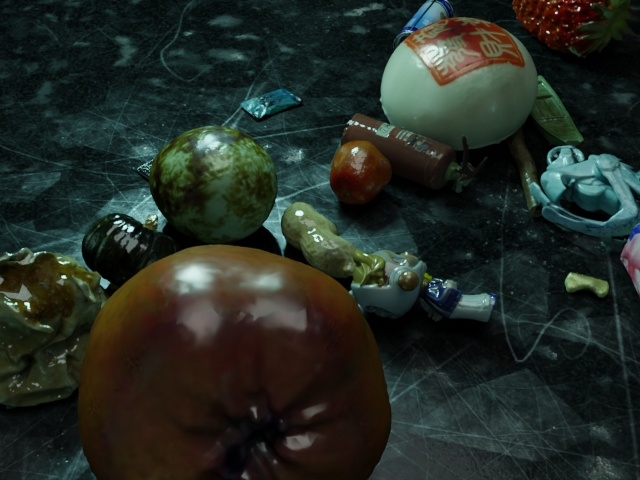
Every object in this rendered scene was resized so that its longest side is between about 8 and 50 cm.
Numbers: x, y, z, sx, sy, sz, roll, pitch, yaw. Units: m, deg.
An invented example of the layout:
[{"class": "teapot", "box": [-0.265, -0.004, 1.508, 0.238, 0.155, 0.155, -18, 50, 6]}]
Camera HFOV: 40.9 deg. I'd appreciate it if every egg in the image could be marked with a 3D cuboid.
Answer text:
[{"class": "egg", "box": [-0.224, -0.118, 1.748, 0.289, 0.238, 0.238, 20, 45, 36]}]

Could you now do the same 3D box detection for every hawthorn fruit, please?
[{"class": "hawthorn fruit", "box": [-0.136, 0.214, 1.273, 0.472, 0.471, 0.471, 0, 42, 0]}, {"class": "hawthorn fruit", "box": [0.080, -0.144, 1.860, 0.133, 0.133, 0.138, 14, 47, 14]}]

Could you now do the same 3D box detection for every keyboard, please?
[{"class": "keyboard", "box": [-0.334, -0.196, 1.995, 0.196, 0.015, 0.074, -34, 52, -32]}]

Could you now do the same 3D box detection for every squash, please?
[{"class": "squash", "box": [-0.355, 0.027, 1.632, 0.156, 0.193, 0.193, -44, 46, 12]}]

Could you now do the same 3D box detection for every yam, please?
[{"class": "yam", "box": [0.463, -0.175, 1.955, 0.045, 0.045, 0.327, 25, 38, -22]}]

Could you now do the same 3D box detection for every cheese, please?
[{"class": "cheese", "box": [0.521, 0.089, 1.677, 0.083, 0.030, 0.044, 15, 65, 9]}]

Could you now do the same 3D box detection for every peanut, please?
[{"class": "peanut", "box": [0.000, 0.001, 1.730, 0.104, 0.085, 0.228, -8, 40, -37]}]

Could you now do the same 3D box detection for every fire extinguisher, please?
[{"class": "fire extinguisher", "box": [0.212, -0.201, 1.905, 0.337, 0.147, 0.106, 22, 49, 24]}]

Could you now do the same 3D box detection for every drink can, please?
[{"class": "drink can", "box": [0.287, -0.583, 2.364, 0.097, 0.097, 0.235, 17, 44, 18]}]

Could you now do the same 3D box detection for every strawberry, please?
[{"class": "strawberry", "box": [0.668, -0.661, 2.318, 0.292, 0.292, 0.343, -31, 54, -30]}]

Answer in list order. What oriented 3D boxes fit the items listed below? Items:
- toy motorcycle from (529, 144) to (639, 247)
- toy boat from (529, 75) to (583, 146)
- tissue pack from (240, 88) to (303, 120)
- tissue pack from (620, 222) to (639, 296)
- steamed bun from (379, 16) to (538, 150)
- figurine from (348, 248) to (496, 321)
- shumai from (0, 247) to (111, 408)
[{"class": "toy motorcycle", "box": [0.575, -0.098, 1.800, 0.260, 0.154, 0.206, 25, 60, 24]}, {"class": "toy boat", "box": [0.557, -0.304, 2.088, 0.093, 0.055, 0.293, -6, 42, -8]}, {"class": "tissue pack", "box": [-0.122, -0.348, 2.157, 0.138, 0.028, 0.085, -23, 47, -28]}, {"class": "tissue pack", "box": [0.711, 0.089, 1.604, 0.209, 0.137, 0.269, -2, 39, -2]}, {"class": "steamed bun", "box": [0.324, -0.391, 2.022, 0.374, 0.241, 0.374, -4, 37, 3]}, {"class": "figurine", "box": [0.185, 0.095, 1.611, 0.274, 0.133, 0.194, 14, 6, -18]}, {"class": "shumai", "box": [-0.502, 0.094, 1.499, 0.267, 0.262, 0.314, 1, 41, 0]}]
